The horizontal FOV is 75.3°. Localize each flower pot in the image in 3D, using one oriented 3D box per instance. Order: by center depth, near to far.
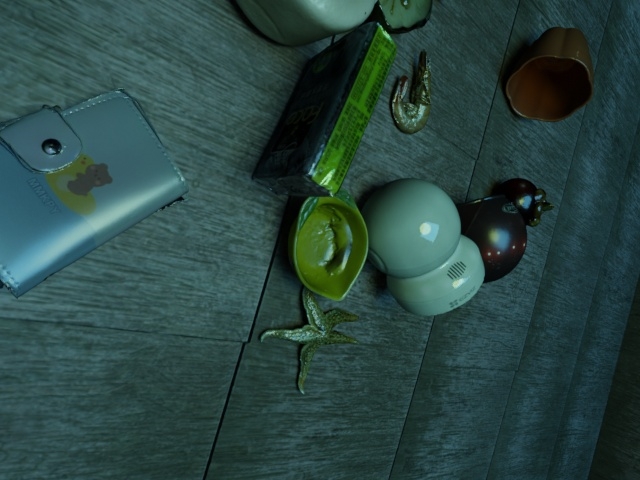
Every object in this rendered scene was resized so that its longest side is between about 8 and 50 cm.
[{"bbox_3d":[0.573,-0.421,1.017,0.190,0.190,0.173,46,60,-34],"label":"flower pot"}]

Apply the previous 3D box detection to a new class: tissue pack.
[{"bbox_3d":[0.002,-0.180,0.611,0.073,0.173,0.236,29,81,-31],"label":"tissue pack"}]

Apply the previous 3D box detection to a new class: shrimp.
[{"bbox_3d":[0.179,-0.294,0.821,0.095,0.045,0.163,-2,105,-17],"label":"shrimp"}]

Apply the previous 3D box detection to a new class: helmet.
[{"bbox_3d":[0.352,-0.005,0.923,0.189,0.193,0.216,-10,133,-38],"label":"helmet"}]

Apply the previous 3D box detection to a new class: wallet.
[{"bbox_3d":[-0.287,-0.065,0.473,0.231,0.069,0.170,-39,102,-30],"label":"wallet"}]

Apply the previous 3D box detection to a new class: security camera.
[{"bbox_3d":[0.177,-0.001,0.773,0.194,0.194,0.236,-46,117,-22],"label":"security camera"}]

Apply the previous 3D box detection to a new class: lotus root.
[{"bbox_3d":[0.101,-0.432,0.706,0.203,0.078,0.183,-28,101,-39],"label":"lotus root"}]

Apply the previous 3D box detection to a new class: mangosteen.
[{"bbox_3d":[0.510,-0.091,1.046,0.140,0.140,0.140,-8,103,-37],"label":"mangosteen"}]

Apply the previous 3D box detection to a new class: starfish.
[{"bbox_3d":[-0.009,0.174,0.755,0.223,0.050,0.217,5,103,-33],"label":"starfish"}]

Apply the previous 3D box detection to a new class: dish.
[{"bbox_3d":[0.000,0.000,0.701,0.148,0.080,0.208,-19,111,-30],"label":"dish"}]

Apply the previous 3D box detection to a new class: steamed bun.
[{"bbox_3d":[-0.041,-0.390,0.553,0.164,0.146,0.242,-41,123,-29],"label":"steamed bun"}]
